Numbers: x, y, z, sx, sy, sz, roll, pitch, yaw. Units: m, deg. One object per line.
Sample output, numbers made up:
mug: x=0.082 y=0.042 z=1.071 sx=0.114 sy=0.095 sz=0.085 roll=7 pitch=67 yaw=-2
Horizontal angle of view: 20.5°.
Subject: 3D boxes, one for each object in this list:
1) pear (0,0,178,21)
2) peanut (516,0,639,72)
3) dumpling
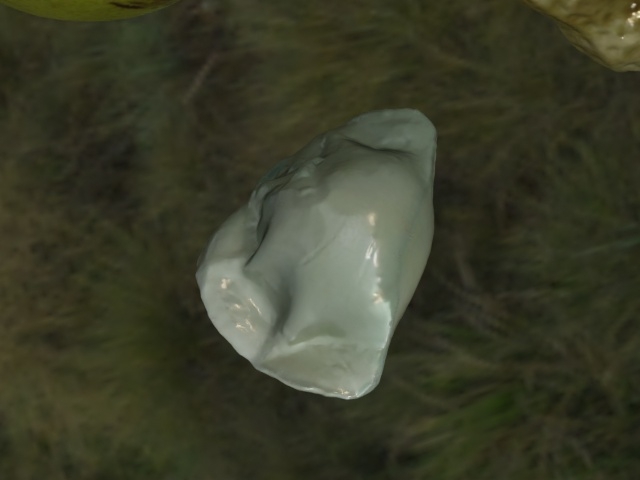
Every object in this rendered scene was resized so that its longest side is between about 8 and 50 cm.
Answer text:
pear: x=-0.149 y=-0.274 z=1.119 sx=0.283 sy=0.284 sz=0.283 roll=28 pitch=125 yaw=49
peanut: x=0.187 y=-0.201 z=1.295 sx=0.103 sy=0.229 sz=0.098 roll=21 pitch=82 yaw=54
dumpling: x=0.000 y=0.000 z=1.198 sx=0.151 sy=0.229 sz=0.124 roll=11 pitch=146 yaw=16
